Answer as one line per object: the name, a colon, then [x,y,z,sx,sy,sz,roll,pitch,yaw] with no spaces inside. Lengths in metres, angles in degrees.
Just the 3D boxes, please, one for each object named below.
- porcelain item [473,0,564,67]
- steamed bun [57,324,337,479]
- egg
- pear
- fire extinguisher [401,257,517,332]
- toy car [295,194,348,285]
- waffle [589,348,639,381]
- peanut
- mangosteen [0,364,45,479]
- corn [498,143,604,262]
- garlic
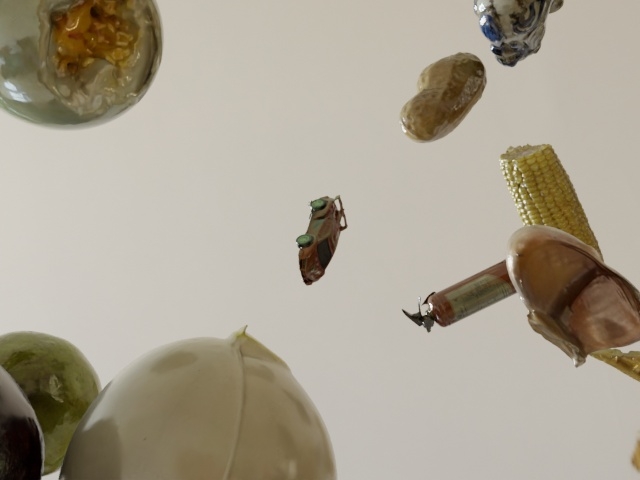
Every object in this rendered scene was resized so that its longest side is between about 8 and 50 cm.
porcelain item: [0.372,-0.436,1.586,0.138,0.288,0.186,27,-14,34]
steamed bun: [-0.143,0.283,1.076,0.334,0.334,0.374,3,-32,-31]
egg: [-0.380,-0.301,1.318,0.278,0.278,0.336,12,11,-47]
pear: [-0.413,0.230,1.319,0.212,0.212,0.269,-11,-16,9]
fire extinguisher: [0.191,0.070,1.221,0.177,0.050,0.062,-25,-53,-3]
toy car: [0.000,0.000,1.088,0.035,0.122,0.059,-2,-52,17]
waffle: [0.495,0.170,1.361,0.191,0.032,0.125,29,-43,1]
peanut: [0.204,-0.240,1.587,0.108,0.226,0.095,33,-36,6]
mangosteen: [-0.453,0.260,0.978,0.306,0.359,0.306,11,-22,4]
corn: [0.341,-0.029,1.381,0.093,0.244,0.093,-26,19,9]
garlic: [0.262,0.049,0.955,0.099,0.174,0.124,-44,8,22]
